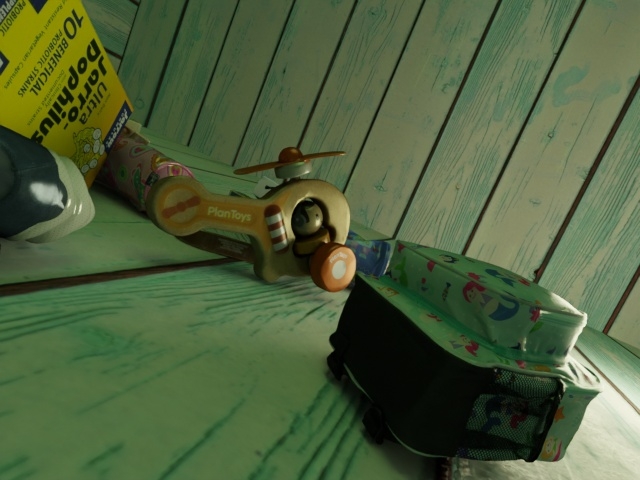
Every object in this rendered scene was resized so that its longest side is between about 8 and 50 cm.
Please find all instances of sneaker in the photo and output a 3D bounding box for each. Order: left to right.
[{"bbox_3d":[-0.404,-0.077,0.440,0.322,0.130,0.236,15,-11,22],"label":"sneaker"}]

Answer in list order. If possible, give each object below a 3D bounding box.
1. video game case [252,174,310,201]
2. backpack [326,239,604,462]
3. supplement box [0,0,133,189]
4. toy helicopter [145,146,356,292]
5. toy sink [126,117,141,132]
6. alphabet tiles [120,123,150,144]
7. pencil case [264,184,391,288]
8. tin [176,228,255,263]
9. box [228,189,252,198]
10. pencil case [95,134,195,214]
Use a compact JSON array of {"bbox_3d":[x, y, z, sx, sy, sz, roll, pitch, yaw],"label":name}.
[{"bbox_3d":[-0.059,-0.076,1.181,0.244,0.061,0.269,30,-4,1],"label":"video game case"},{"bbox_3d":[0.165,0.119,0.452,0.253,0.191,0.225,24,6,-27],"label":"backpack"},{"bbox_3d":[-0.429,-0.230,0.557,0.195,0.194,0.356,22,-15,-5],"label":"supplement box"},{"bbox_3d":[-0.086,-0.051,0.649,0.355,0.235,0.140,7,7,-40],"label":"toy helicopter"},{"bbox_3d":[-0.682,-0.348,1.236,0.234,0.131,0.153,16,11,-35],"label":"toy sink"},{"bbox_3d":[-0.533,-0.253,1.006,0.198,0.009,0.237,-17,-42,38],"label":"alphabet tiles"},{"bbox_3d":[0.000,0.000,0.875,0.306,0.119,0.133,26,36,3],"label":"pencil case"},{"bbox_3d":[-0.175,-0.002,0.767,0.189,0.040,0.106,18,14,-28],"label":"tin"},{"bbox_3d":[-0.186,-0.080,1.118,0.169,0.059,0.054,29,9,35],"label":"box"},{"bbox_3d":[-0.385,-0.143,0.822,0.284,0.124,0.124,27,10,24],"label":"pencil case"}]
